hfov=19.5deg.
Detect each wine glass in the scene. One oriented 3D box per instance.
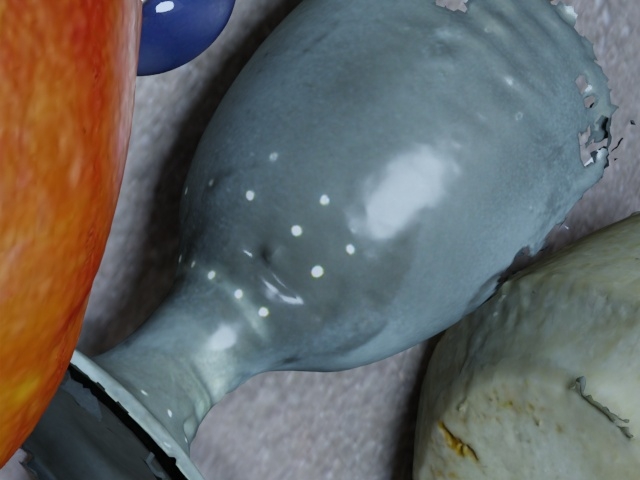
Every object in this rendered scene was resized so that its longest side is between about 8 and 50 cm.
[{"bbox_3d":[-0.005,-0.002,0.944,0.357,0.190,0.190,-43,129,-27],"label":"wine glass"}]

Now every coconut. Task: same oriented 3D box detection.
[{"bbox_3d":[0.219,0.134,1.155,0.323,0.323,0.323,-16,112,-45],"label":"coconut"}]

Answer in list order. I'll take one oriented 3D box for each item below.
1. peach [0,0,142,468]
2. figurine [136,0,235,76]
[{"bbox_3d":[-0.211,-0.042,0.621,0.289,0.372,0.373,9,95,-10],"label":"peach"},{"bbox_3d":[-0.111,-0.109,0.867,0.195,0.111,0.102,-36,108,-32],"label":"figurine"}]
